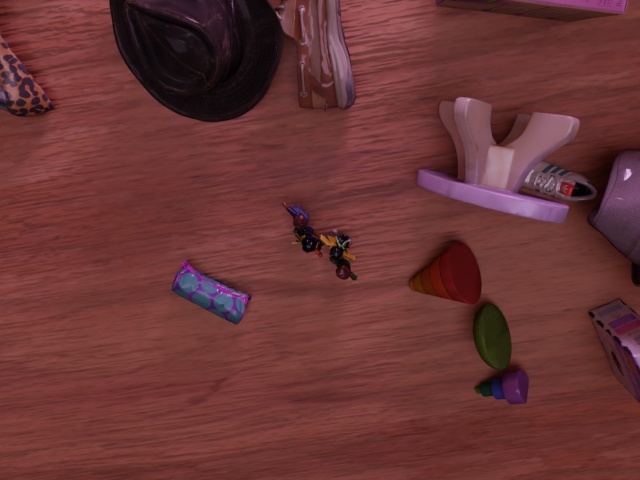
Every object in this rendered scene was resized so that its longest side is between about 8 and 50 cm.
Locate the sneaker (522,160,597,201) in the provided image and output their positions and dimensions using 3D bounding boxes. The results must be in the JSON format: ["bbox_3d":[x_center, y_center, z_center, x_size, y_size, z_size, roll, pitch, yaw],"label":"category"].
[{"bbox_3d":[0.424,-0.108,1.110,0.161,0.075,0.057,15,106,-3],"label":"sneaker"}]

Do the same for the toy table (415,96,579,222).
[{"bbox_3d":[0.296,-0.141,1.027,0.274,0.252,0.160,19,104,34],"label":"toy table"}]

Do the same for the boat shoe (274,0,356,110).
[{"bbox_3d":[-0.022,-0.374,1.021,0.116,0.123,0.324,-10,104,6],"label":"boat shoe"}]

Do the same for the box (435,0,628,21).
[{"bbox_3d":[0.322,-0.418,0.949,0.243,0.213,0.117,6,107,0],"label":"box"}]

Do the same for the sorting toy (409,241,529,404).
[{"bbox_3d":[0.284,0.177,1.204,0.126,0.127,0.365,-17,111,37],"label":"sorting toy"}]

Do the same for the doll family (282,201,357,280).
[{"bbox_3d":[0.000,0.000,1.134,0.193,0.111,0.076,30,105,-7],"label":"doll family"}]

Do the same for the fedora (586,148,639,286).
[{"bbox_3d":[0.540,-0.065,1.046,0.124,0.275,0.243,25,138,19],"label":"fedora"}]

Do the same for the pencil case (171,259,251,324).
[{"bbox_3d":[-0.213,0.102,1.194,0.152,0.064,0.070,28,121,-7],"label":"pencil case"}]

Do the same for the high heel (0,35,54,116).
[{"bbox_3d":[-0.539,-0.357,1.075,0.186,0.093,0.261,16,95,-26],"label":"high heel"}]

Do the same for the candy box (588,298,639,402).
[{"bbox_3d":[0.596,0.223,1.141,0.070,0.196,0.165,-26,105,8],"label":"candy box"}]

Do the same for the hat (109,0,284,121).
[{"bbox_3d":[-0.234,-0.331,0.996,0.331,0.134,0.331,9,123,14],"label":"hat"}]
